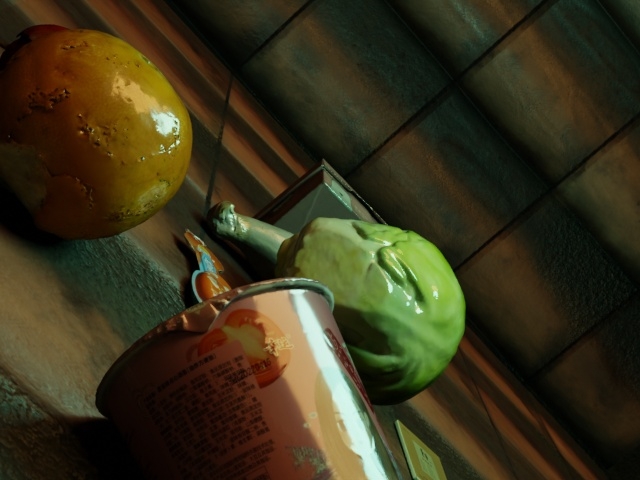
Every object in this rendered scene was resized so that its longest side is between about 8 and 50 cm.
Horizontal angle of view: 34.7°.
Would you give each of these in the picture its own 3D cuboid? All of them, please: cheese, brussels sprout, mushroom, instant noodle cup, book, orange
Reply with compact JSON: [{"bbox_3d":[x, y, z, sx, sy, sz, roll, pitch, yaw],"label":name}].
[{"bbox_3d":[-0.152,0.064,1.453,0.106,0.037,0.256,45,11,-31],"label":"cheese"},{"bbox_3d":[0.068,0.117,1.599,0.344,0.344,0.268,39,48,-46],"label":"brussels sprout"},{"bbox_3d":[-0.096,0.018,1.733,0.225,0.093,0.116,35,-29,-30],"label":"mushroom"},{"bbox_3d":[-0.045,0.190,0.905,0.231,0.243,0.243,60,14,24],"label":"instant noodle cup"},{"bbox_3d":[0.180,0.387,1.744,0.118,0.012,0.172,45,11,-20],"label":"book"},{"bbox_3d":[-0.262,-0.118,1.151,0.240,0.240,0.240,47,10,-11],"label":"orange"}]

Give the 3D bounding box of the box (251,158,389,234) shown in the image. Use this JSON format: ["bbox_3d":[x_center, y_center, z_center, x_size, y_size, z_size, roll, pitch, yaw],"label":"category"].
[{"bbox_3d":[0.000,0.000,1.851,0.215,0.215,0.086,44,19,-22],"label":"box"}]

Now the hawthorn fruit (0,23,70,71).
[{"bbox_3d":[-0.358,-0.220,1.357,0.172,0.148,0.148,40,11,-9],"label":"hawthorn fruit"}]
